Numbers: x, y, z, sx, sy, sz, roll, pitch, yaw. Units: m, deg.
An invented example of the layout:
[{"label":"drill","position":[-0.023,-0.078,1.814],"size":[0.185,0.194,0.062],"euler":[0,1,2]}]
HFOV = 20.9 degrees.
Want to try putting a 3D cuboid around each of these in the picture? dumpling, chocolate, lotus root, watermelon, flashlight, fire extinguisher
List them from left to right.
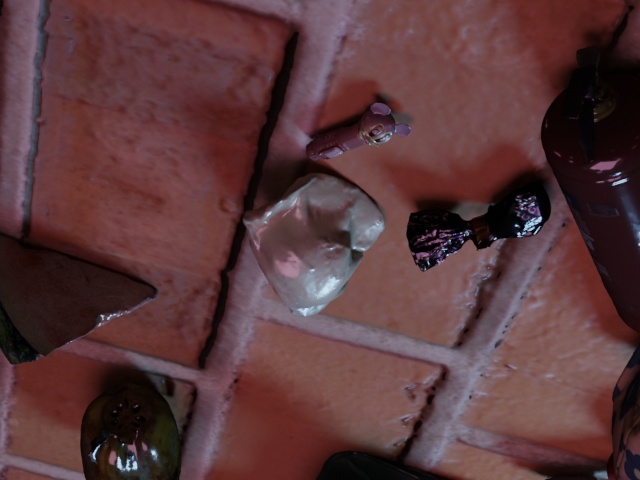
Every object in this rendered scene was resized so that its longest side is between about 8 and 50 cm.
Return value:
[{"label":"watermelon","position":[-0.296,0.095,1.941],"size":[0.202,0.136,0.207],"euler":[14,160,9]},{"label":"lotus root","position":[-0.234,0.261,2.141],"size":[0.124,0.123,0.241],"euler":[-3,148,-6]},{"label":"dumpling","position":[0.000,0.001,1.750],"size":[0.134,0.100,0.169],"euler":[-28,115,-4]},{"label":"flashlight","position":[0.031,-0.097,1.640],"size":[0.110,0.031,0.052],"euler":[-20,134,37]},{"label":"chocolate","position":[0.158,-0.012,1.694],"size":[0.147,0.070,0.072],"euler":[-10,167,30]},{"label":"fire extinguisher","position":[0.275,-0.044,1.551],"size":[0.114,0.135,0.337],"euler":[-10,138,21]}]

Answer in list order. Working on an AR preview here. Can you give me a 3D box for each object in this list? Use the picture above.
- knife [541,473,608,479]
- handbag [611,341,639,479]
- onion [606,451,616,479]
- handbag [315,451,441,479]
[{"label":"knife","position":[0.419,0.303,2.009],"size":[0.398,0.132,0.038],"euler":[-3,108,30]},{"label":"handbag","position":[0.430,0.167,1.753],"size":[0.251,0.190,0.193],"euler":[3,142,1]},{"label":"onion","position":[0.380,0.260,1.971],"size":[0.107,0.097,0.107],"euler":[-5,159,-2]},{"label":"handbag","position":[0.075,0.404,2.268],"size":[0.238,0.089,0.326],"euler":[20,142,-5]}]
